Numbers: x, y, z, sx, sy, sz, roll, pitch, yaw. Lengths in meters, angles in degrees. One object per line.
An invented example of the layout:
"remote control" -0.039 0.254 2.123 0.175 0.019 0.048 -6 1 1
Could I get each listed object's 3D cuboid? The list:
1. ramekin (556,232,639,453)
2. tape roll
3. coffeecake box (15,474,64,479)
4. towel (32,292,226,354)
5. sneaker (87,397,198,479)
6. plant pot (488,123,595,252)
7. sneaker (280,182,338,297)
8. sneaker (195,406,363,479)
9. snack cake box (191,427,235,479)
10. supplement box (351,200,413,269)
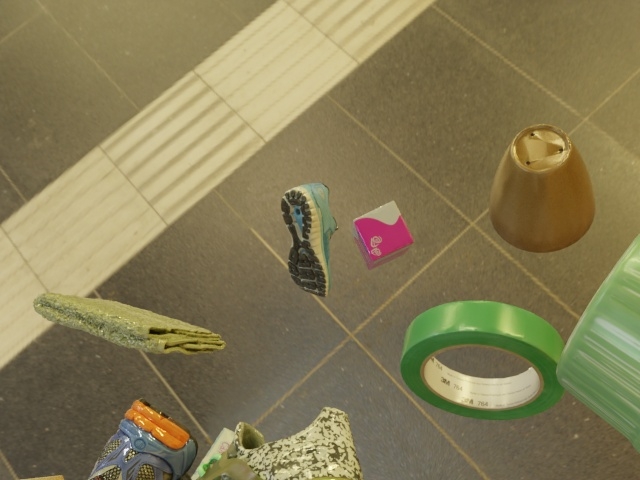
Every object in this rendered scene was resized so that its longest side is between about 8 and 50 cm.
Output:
"ramekin" 0.431 0.107 0.836 0.148 0.303 0.303 35 77 29
"tape roll" 0.324 0.247 1.342 0.321 0.321 0.077 7 48 12
"coffeecake box" -0.491 0.434 1.003 0.185 0.142 0.068 -33 70 4
"towel" -0.168 0.076 0.590 0.148 0.110 0.027 12 84 25
"sneaker" -0.162 0.216 0.573 0.083 0.221 0.087 31 52 17
"plant pot" 0.479 -0.130 1.451 0.237 0.254 0.237 -7 64 15
"sneaker" 0.000 0.000 0.864 0.063 0.162 0.073 18 35 35
"sneaker" -0.106 0.317 0.796 0.410 0.158 0.182 -24 40 20
"snack cake box" -0.183 0.434 1.083 0.089 0.264 0.152 26 99 3
"supplement box" 0.149 -0.008 1.649 0.113 0.220 0.111 -25 81 -3
